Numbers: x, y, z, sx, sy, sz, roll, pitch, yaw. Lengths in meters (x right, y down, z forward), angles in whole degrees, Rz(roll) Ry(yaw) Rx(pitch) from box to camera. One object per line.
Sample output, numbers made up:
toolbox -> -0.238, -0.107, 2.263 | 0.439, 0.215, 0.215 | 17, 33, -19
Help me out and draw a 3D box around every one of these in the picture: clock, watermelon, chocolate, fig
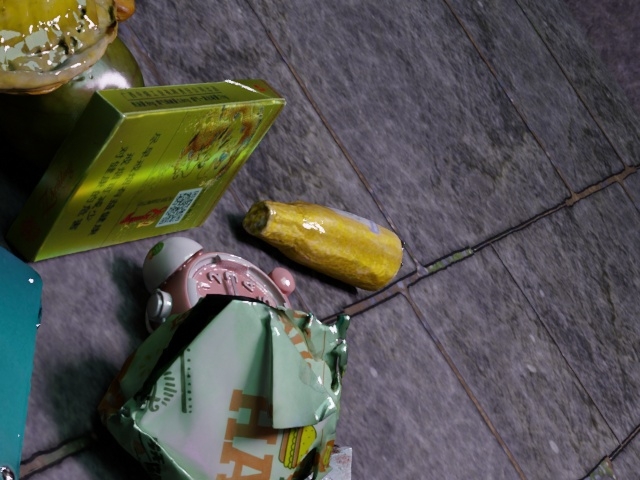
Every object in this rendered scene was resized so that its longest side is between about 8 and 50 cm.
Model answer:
clock -> -0.102, 0.085, 1.843 | 0.162, 0.093, 0.166 | 20, 44, -37
watermelon -> 0.014, 0.229, 1.885 | 0.085, 0.061, 0.085 | 36, 25, -20
chocolate -> 0.000, 0.000, 2.131 | 0.219, 0.085, 0.085 | 17, 44, -49
fig -> -0.275, -0.165, 1.844 | 0.151, 0.151, 0.259 | 25, 11, -47

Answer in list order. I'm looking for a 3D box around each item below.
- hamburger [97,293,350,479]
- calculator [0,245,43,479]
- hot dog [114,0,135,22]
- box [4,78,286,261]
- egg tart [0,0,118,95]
hamburger -> -0.068, 0.142, 1.708 | 0.214, 0.125, 0.235 | 45, 66, -25
calculator -> -0.326, 0.065, 1.499 | 0.248, 0.058, 0.274 | 36, 31, -33
hot dog -> -0.291, -0.292, 1.986 | 0.249, 0.068, 0.100 | 21, 51, -46
box -> -0.160, -0.072, 1.821 | 0.043, 0.173, 0.311 | 42, 23, 16
egg tart -> -0.316, -0.240, 1.695 | 0.295, 0.116, 0.295 | 9, 37, -7
